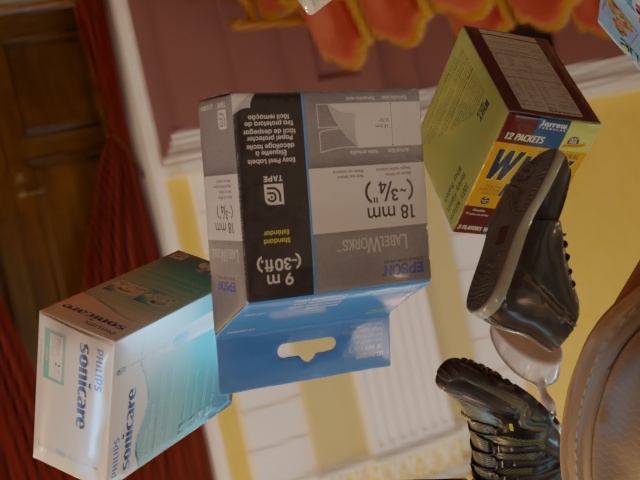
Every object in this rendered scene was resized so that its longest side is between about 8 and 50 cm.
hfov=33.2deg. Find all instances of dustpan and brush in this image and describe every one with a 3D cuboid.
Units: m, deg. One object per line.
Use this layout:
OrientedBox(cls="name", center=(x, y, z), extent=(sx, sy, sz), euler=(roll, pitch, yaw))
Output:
OrientedBox(cls="dustpan and brush", center=(0.398, 0.240, 1.975), extent=(0.147, 0.060, 0.211), euler=(11, -154, -21))

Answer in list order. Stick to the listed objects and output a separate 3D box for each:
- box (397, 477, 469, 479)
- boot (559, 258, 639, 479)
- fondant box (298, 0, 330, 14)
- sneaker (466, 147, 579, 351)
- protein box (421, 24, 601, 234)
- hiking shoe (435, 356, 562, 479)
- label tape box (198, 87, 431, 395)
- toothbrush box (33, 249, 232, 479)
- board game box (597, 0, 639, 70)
OrientedBox(cls="box", center=(0.107, 0.265, 0.730), extent=(0.051, 0.175, 0.220), euler=(-7, 156, 22))
OrientedBox(cls="boot", center=(0.150, 0.005, 0.375), extent=(0.073, 0.197, 0.152), euler=(25, -164, 17))
OrientedBox(cls="fondant box", center=(0.043, -0.478, 1.328), extent=(0.330, 0.238, 0.096), euler=(-37, 174, 2))
OrientedBox(cls="sneaker", center=(0.257, 0.011, 1.240), extent=(0.118, 0.222, 0.083), euler=(30, 166, -19))
OrientedBox(cls="protein box", center=(0.243, -0.143, 1.443), extent=(0.136, 0.200, 0.201), euler=(5, -140, -19))
OrientedBox(cls="hiking shoe", center=(0.180, 0.206, 1.038), extent=(0.114, 0.227, 0.086), euler=(-51, -158, -4))
OrientedBox(cls="label tape box", center=(0.000, 0.000, 1.214), extent=(0.240, 0.334, 0.106), euler=(-6, -176, -29))
OrientedBox(cls="toothbrush box", center=(-0.237, 0.164, 1.444), extent=(0.126, 0.216, 0.295), euler=(17, -157, 24))
OrientedBox(cls="board game box", center=(0.385, -0.262, 1.083), extent=(0.142, 0.144, 0.275), euler=(-36, 165, 4))
